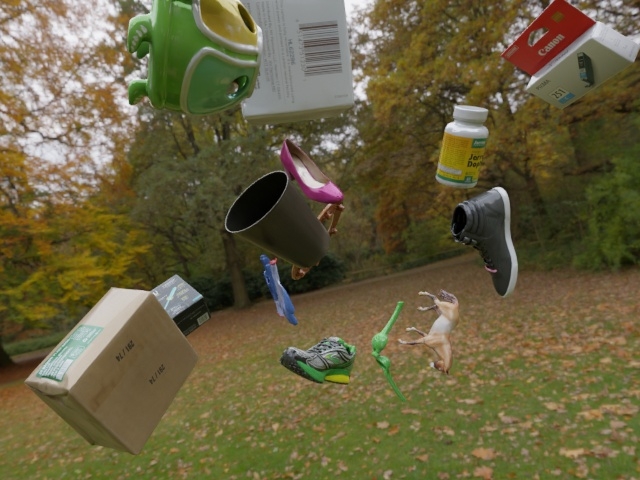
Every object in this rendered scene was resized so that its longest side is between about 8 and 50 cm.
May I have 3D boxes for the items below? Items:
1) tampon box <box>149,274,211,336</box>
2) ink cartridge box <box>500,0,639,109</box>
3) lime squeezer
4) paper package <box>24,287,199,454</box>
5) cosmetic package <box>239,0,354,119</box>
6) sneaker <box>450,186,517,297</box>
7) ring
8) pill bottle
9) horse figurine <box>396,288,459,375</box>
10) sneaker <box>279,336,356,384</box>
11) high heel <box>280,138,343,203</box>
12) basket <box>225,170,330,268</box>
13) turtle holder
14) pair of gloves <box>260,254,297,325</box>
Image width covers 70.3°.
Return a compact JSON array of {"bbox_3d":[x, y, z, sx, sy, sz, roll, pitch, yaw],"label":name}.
[{"bbox_3d":[-0.449,0.208,1.440,0.161,0.101,0.120,29,52,36],"label":"tampon box"},{"bbox_3d":[0.701,-0.530,1.330,0.261,0.066,0.296,29,-11,-3],"label":"ink cartridge box"},{"bbox_3d":[0.207,0.347,1.399,0.110,0.310,0.059,-1,-2,-38],"label":"lime squeezer"},{"bbox_3d":[-0.522,0.336,1.203,0.168,0.309,0.325,-3,38,27],"label":"paper package"},{"bbox_3d":[-0.093,-0.550,1.431,0.327,0.329,0.393,-8,11,-3],"label":"cosmetic package"},{"bbox_3d":[0.423,0.017,1.198,0.147,0.295,0.104,-12,9,-9],"label":"sneaker"},{"bbox_3d":[0.000,0.000,1.633,0.032,0.336,0.336,29,5,12],"label":"ring"},{"bbox_3d":[0.393,-0.258,1.252,0.118,0.208,0.117,5,25,-2],"label":"pill bottle"},{"bbox_3d":[0.353,0.256,1.386,0.174,0.263,0.066,13,-27,40],"label":"horse figurine"},{"bbox_3d":[-0.004,0.373,1.471,0.134,0.146,0.343,14,-7,36],"label":"sneaker"},{"bbox_3d":[-0.025,-0.193,1.266,0.082,0.117,0.244,-27,47,-25],"label":"high heel"},{"bbox_3d":[-0.089,-0.037,1.162,0.204,0.154,0.227,-36,-49,17],"label":"basket"},{"bbox_3d":[-0.226,-0.389,0.849,0.227,0.320,0.243,6,32,-20],"label":"turtle holder"},{"bbox_3d":[-0.098,0.111,1.054,0.023,0.159,0.198,-18,8,-15],"label":"pair of gloves"}]
